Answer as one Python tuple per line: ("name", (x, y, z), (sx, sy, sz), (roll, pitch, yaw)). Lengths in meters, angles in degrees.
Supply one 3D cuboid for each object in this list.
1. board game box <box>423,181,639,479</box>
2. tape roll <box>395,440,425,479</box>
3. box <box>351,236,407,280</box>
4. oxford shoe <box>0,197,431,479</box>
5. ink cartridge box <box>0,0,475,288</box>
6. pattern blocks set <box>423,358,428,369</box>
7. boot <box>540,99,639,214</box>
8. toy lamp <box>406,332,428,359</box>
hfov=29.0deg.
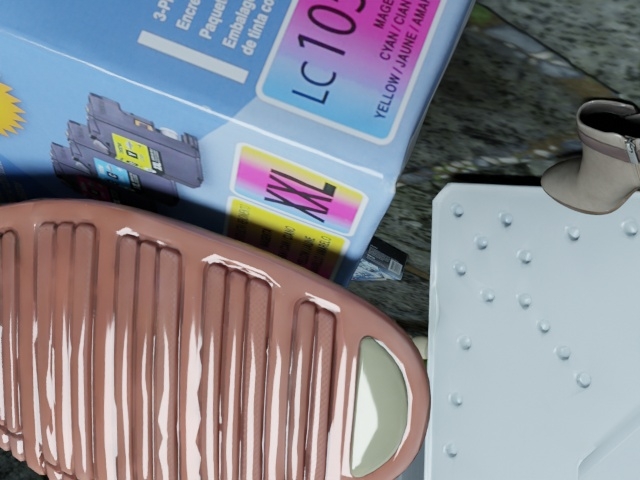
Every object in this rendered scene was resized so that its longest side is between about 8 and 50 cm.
("board game box", (0.238, 0.164, 0.802), (0.390, 0.390, 0.050), (5, -174, 41))
("tape roll", (0.135, 0.252, 1.507), (0.072, 0.219, 0.219), (6, 161, 39))
("box", (0.000, 0.000, 1.137), (0.137, 0.027, 0.094), (29, 161, -34))
("oxford shoe", (-0.126, 0.036, 0.634), (0.396, 0.141, 0.146), (11, -170, 18))
("ink cartridge box", (-0.141, -0.113, 0.617), (0.395, 0.151, 0.270), (23, 160, 2))
("pattern blocks set", (0.185, 0.175, 1.078), (0.285, 0.325, 0.026), (19, 129, -7))
("boot", (0.171, -0.052, 0.736), (0.118, 0.042, 0.087), (5, 154, 37))
("toy lamp", (0.141, 0.118, 1.306), (0.274, 0.080, 0.080), (6, 161, 43))
